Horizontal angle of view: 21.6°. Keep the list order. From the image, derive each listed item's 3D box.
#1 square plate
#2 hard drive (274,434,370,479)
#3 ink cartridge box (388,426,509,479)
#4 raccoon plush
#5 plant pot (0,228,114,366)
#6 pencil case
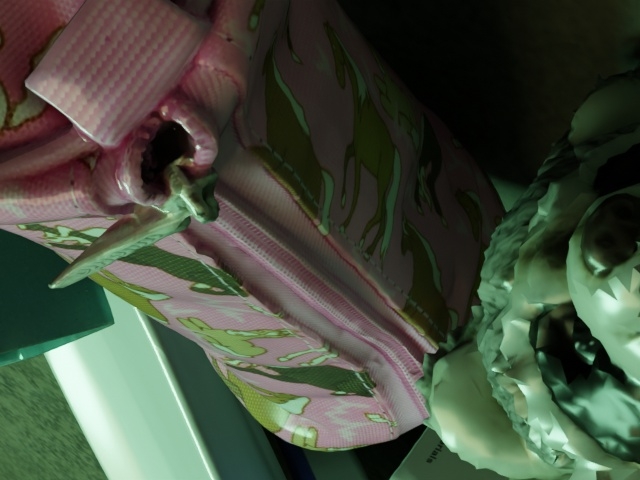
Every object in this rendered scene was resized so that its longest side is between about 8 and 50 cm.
[{"bbox_3d":[-0.084,0.141,1.046,0.344,0.049,0.347,18,135,65],"label":"square plate"},{"bbox_3d":[0.050,0.224,0.934,0.210,0.040,0.319,65,177,-17],"label":"hard drive"},{"bbox_3d":[0.191,0.180,0.820,0.272,0.114,0.197,21,150,34],"label":"ink cartridge box"},{"bbox_3d":[0.225,0.124,0.602,0.299,0.216,0.446,21,151,48],"label":"raccoon plush"},{"bbox_3d":[-0.241,-0.037,0.899,0.165,0.165,0.234,-23,81,61],"label":"plant pot"},{"bbox_3d":[-0.036,-0.033,0.590,0.160,0.167,0.386,3,165,18],"label":"pencil case"}]
